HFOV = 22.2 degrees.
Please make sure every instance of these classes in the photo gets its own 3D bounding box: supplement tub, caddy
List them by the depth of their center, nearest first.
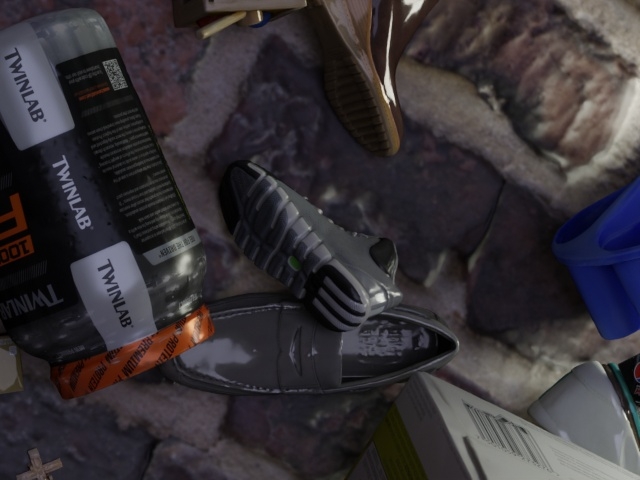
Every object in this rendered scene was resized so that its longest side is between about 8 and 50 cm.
[{"bbox_3d":[-0.240,-0.034,1.558,0.207,0.207,0.338,-25,93,-20],"label":"supplement tub"},{"bbox_3d":[0.420,-0.022,1.804,0.341,0.241,0.179,-28,105,-20],"label":"caddy"}]

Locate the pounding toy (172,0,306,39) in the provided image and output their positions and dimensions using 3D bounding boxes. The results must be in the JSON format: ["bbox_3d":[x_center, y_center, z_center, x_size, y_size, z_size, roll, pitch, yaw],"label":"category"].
[{"bbox_3d":[-0.089,-0.250,1.664,0.130,0.141,0.100,-7,91,-21],"label":"pounding toy"}]

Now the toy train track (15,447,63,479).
[{"bbox_3d":[-0.276,0.250,1.648,0.048,0.014,0.083,-21,97,-20],"label":"toy train track"}]

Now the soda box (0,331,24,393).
[{"bbox_3d":[-0.384,0.129,1.584,0.181,0.061,0.058,-8,92,-21],"label":"soda box"}]

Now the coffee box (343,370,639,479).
[{"bbox_3d":[0.178,0.392,1.596,0.337,0.338,0.334,27,103,-18],"label":"coffee box"}]

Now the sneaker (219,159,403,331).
[{"bbox_3d":[0.000,0.000,1.713,0.132,0.086,0.229,-13,56,-48],"label":"sneaker"}]

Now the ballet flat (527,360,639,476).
[{"bbox_3d":[0.344,0.332,1.837,0.139,0.139,0.400,-25,93,-20],"label":"ballet flat"}]

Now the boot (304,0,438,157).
[{"bbox_3d":[0.089,-0.237,1.763,0.207,0.090,0.248,-34,113,-29],"label":"boot"}]

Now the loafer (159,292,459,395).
[{"bbox_3d":[-0.009,0.107,1.701,0.319,0.111,0.112,-4,90,-21],"label":"loafer"}]

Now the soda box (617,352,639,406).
[{"bbox_3d":[0.399,0.160,1.833,0.169,0.060,0.053,20,45,-55],"label":"soda box"}]
